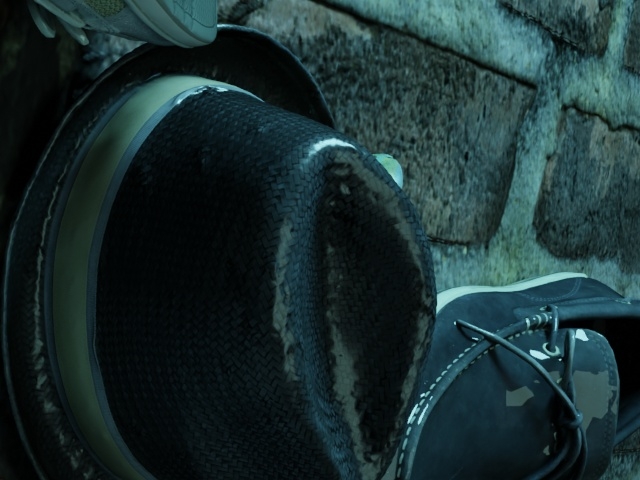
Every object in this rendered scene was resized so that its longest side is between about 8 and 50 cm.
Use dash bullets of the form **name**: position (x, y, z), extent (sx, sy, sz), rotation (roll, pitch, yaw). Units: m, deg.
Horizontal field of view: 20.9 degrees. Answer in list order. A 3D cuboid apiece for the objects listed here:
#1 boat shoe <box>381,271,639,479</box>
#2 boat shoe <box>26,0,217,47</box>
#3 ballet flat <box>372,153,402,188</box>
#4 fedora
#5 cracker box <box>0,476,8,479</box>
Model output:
- **boat shoe**: position (0.171, 0.133, 1.475), extent (0.500, 0.156, 0.187), rotation (-16, 117, -56)
- **boat shoe**: position (-0.143, -0.174, 0.868), extent (0.320, 0.103, 0.118), rotation (22, 63, -66)
- **ballet flat**: position (0.000, 0.000, 1.212), extent (0.188, 0.070, 0.070), rotation (-63, 148, -27)
- **fedora**: position (-0.032, 0.043, 1.028), extent (0.334, 0.152, 0.334), rotation (-14, 109, -45)
- **cracker box**: position (-0.129, 0.202, 0.886), extent (0.155, 0.232, 0.067), rotation (-18, 117, -57)
